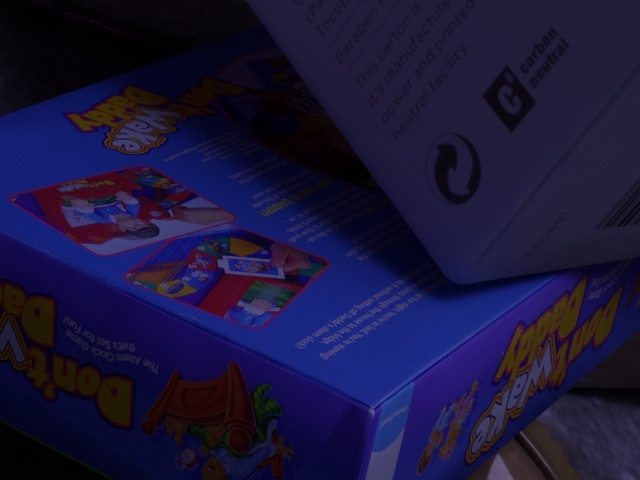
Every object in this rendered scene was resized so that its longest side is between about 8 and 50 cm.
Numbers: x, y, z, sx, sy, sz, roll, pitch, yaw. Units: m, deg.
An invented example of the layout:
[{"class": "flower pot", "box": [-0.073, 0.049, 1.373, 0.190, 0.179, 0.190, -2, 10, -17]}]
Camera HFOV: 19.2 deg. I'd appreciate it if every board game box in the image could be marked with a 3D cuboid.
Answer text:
[{"class": "board game box", "box": [0.000, 0.000, 0.823, 0.233, 0.078, 0.347, 24, 27, 23]}]

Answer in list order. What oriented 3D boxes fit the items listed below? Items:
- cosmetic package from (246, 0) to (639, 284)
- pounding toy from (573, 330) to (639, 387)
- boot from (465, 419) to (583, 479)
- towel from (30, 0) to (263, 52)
[{"class": "cosmetic package", "box": [0.047, -0.208, 0.827, 0.230, 0.161, 0.453, -7, 54, -47]}, {"class": "pounding toy", "box": [0.177, 0.017, 1.085, 0.130, 0.100, 0.141, 3, 48, -27]}, {"class": "boot", "box": [0.031, 0.172, 0.757, 0.236, 0.089, 0.269, 43, 37, 9]}, {"class": "towel", "box": [-0.041, -0.183, 1.008, 0.282, 0.049, 0.187, 15, 83, -34]}]
